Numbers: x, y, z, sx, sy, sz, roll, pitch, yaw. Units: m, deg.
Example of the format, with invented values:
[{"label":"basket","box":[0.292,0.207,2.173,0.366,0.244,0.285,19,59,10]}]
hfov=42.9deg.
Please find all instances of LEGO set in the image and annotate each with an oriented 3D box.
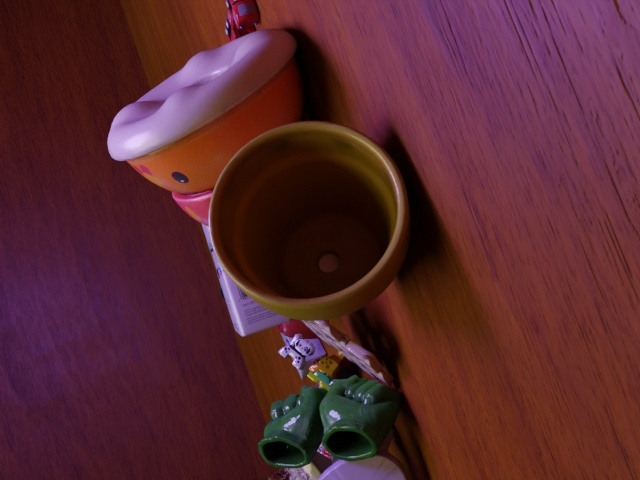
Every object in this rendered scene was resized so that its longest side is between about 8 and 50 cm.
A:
[{"label":"LEGO set","box":[0.041,0.247,1.567,0.227,0.093,0.087,36,-175,24]}]

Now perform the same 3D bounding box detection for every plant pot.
[{"label":"plant pot","box":[0.000,0.000,1.115,0.239,0.254,0.254,65,-179,-69]}]

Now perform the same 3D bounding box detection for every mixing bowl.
[{"label":"mixing bowl","box":[-0.058,0.149,1.816,0.181,0.098,0.181,161,90,-76]}]

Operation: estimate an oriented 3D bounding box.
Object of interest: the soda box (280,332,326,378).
[{"label":"soda box","box":[-0.055,0.222,1.961,0.073,0.069,0.216,86,161,-49]}]

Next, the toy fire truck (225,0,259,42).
[{"label":"toy fire truck","box":[-0.139,-0.369,1.557,0.192,0.047,0.135,110,140,-68]}]

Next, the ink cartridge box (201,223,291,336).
[{"label":"ink cartridge box","box":[-0.111,0.026,1.633,0.117,0.202,0.278,-173,66,-75]}]

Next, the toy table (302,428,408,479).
[{"label":"toy table","box":[0.057,0.471,1.467,0.252,0.274,0.161,40,-168,-2]}]

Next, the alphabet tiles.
[{"label":"alphabet tiles","box":[0.006,0.154,1.423,0.284,0.021,0.278,33,171,34]}]

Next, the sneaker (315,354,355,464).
[{"label":"sneaker","box":[0.062,0.370,1.643,0.135,0.098,0.275,9,106,55]}]

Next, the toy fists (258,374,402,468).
[{"label":"toy fists","box":[0.014,0.311,1.434,0.279,0.142,0.096,-20,110,36]}]

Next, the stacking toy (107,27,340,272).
[{"label":"stacking toy","box":[-0.095,-0.083,1.388,0.479,0.351,0.350,58,172,-22]}]

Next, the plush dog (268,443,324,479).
[{"label":"plush dog","box":[0.008,0.487,1.874,0.225,0.211,0.262,-48,60,44]}]

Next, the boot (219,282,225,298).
[{"label":"boot","box":[-0.235,0.032,2.347,0.229,0.091,0.262,-89,16,-70]}]
